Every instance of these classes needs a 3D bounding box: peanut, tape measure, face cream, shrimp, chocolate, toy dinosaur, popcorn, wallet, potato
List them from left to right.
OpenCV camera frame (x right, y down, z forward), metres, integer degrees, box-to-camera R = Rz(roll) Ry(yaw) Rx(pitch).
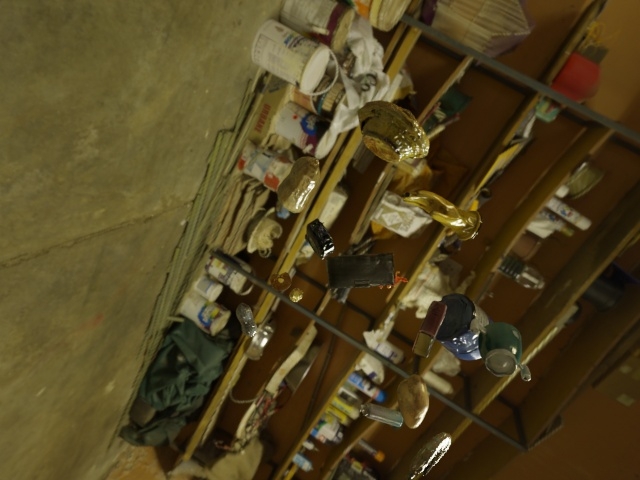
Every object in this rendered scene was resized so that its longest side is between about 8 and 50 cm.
[{"bbox_3d":[-0.340,0.366,1.879,0.072,0.072,0.167,-46,125,-64],"label":"chocolate"},{"bbox_3d":[-0.138,0.293,2.274,0.084,0.084,0.084,-57,174,-9],"label":"popcorn"},{"bbox_3d":[-0.100,-0.226,1.748,0.159,0.143,0.291,-42,170,-43],"label":"peanut"},{"bbox_3d":[0.000,0.000,2.158,0.112,0.186,0.199,-27,163,-12],"label":"tape measure"},{"bbox_3d":[0.188,0.144,1.932,0.044,0.317,0.169,-71,155,-70],"label":"wallet"},{"bbox_3d":[0.312,0.905,2.136,0.075,0.229,0.075,-160,-90,-84],"label":"face cream"},{"bbox_3d":[0.372,0.228,2.420,0.070,0.288,0.117,96,4,-62],"label":"toy dinosaur"},{"bbox_3d":[0.401,0.703,1.807,0.161,0.128,0.234,-115,-151,-59],"label":"potato"},{"bbox_3d":[0.431,0.869,1.638,0.254,0.059,0.145,-51,131,-4],"label":"shrimp"},{"bbox_3d":[0.646,0.393,1.887,0.249,0.225,0.249,-33,-147,26],"label":"face cream"}]

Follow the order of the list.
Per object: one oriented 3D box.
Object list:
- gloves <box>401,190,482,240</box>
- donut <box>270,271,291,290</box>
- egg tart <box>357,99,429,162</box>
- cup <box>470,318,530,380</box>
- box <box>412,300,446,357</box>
[{"bbox_3d":[0.405,-0.102,1.418,0.133,0.294,0.116,-23,-132,64],"label":"gloves"},{"bbox_3d":[-0.201,0.207,2.101,0.043,0.108,0.097,-39,127,-79],"label":"donut"},{"bbox_3d":[0.243,-0.371,1.465,0.123,0.294,0.294,-52,173,-8],"label":"egg tart"},{"bbox_3d":[0.693,0.430,1.581,0.167,0.300,0.173,-48,179,30],"label":"cup"},{"bbox_3d":[0.419,0.335,1.564,0.224,0.069,0.120,-42,148,-53],"label":"box"}]
